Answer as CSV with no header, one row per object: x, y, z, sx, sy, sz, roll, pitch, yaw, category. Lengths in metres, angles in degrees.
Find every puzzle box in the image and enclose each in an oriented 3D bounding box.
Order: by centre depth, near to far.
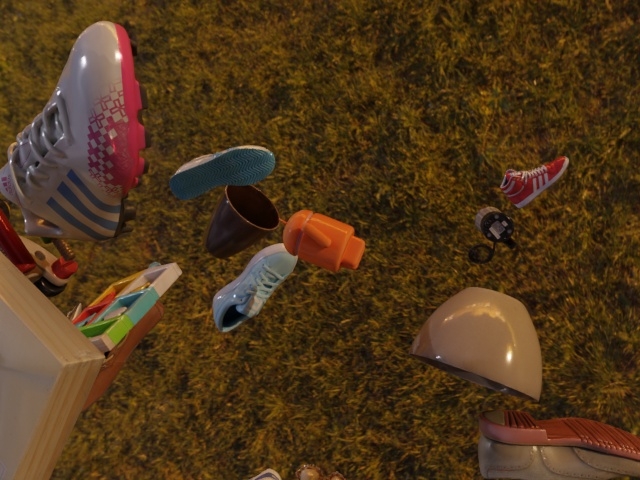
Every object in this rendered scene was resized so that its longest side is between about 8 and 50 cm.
-0.415,0.221,0.564,0.272,0.052,0.408,33,102,24,puzzle box

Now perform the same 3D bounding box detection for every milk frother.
0.470,-0.015,1.423,0.143,0.135,0.129,-23,96,12,milk frother

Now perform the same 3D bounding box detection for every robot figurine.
0.000,-0.001,1.258,0.220,0.158,0.128,21,118,10,robot figurine

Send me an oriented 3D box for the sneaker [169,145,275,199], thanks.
-0.210,-0.160,1.088,0.229,0.087,0.092,-13,28,4,sneaker

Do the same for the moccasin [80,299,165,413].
-0.553,0.276,1.245,0.139,0.147,0.380,36,78,33,moccasin

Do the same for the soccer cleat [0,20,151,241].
-0.266,-0.085,0.531,0.331,0.143,0.115,-51,50,54,soccer cleat

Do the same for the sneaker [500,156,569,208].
0.378,-0.118,0.898,0.067,0.042,0.118,39,112,-9,sneaker

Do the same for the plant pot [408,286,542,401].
0.363,0.215,1.120,0.284,0.284,0.190,15,76,32,plant pot

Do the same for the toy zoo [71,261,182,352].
-0.400,0.129,0.994,0.193,0.293,0.030,-18,112,24,toy zoo

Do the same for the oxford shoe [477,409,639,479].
0.535,0.466,1.074,0.398,0.140,0.146,6,92,10,oxford shoe

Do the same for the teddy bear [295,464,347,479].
-0.018,0.835,1.497,0.245,0.113,0.337,-3,91,4,teddy bear

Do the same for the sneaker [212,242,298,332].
-0.197,0.164,1.570,0.366,0.135,0.150,-43,37,23,sneaker

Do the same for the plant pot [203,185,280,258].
-0.291,-0.047,1.704,0.230,0.215,0.215,-45,58,28,plant pot

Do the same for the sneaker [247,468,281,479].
-0.197,0.628,1.138,0.297,0.131,0.111,-35,97,19,sneaker

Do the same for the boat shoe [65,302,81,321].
-0.732,0.229,1.475,0.125,0.038,0.046,-104,21,-54,boat shoe

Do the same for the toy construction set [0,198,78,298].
-0.513,-0.006,0.736,0.309,0.257,0.237,-33,90,40,toy construction set
